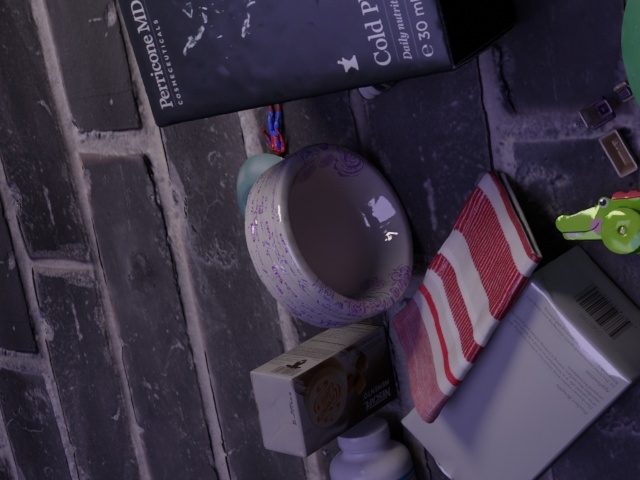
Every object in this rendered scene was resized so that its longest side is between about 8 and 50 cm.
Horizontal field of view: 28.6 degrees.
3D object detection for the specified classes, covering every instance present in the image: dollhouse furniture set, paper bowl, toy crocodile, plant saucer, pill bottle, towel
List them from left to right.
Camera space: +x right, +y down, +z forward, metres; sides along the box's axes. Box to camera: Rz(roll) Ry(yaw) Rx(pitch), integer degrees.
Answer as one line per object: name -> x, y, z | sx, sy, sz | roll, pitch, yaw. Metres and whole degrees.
plant saucer -> -0.085, -0.055, 2.190 | 0.195, 0.037, 0.195 | 23, 129, 31
paper bowl -> 0.000, 0.000, 1.985 | 0.148, 0.284, 0.284 | -25, 91, 44
pill bottle -> 0.099, 0.446, 2.179 | 0.146, 0.146, 0.264 | -3, 105, 41
towel -> 0.211, 0.081, 1.886 | 0.329, 0.037, 0.237 | -61, 23, 29
dollhouse furniture set -> 0.402, -0.144, 1.723 | 0.091, 0.081, 0.114 | -32, 86, 43
toy crocodile -> 0.481, -0.033, 1.683 | 0.340, 0.115, 0.105 | -2, 87, 39

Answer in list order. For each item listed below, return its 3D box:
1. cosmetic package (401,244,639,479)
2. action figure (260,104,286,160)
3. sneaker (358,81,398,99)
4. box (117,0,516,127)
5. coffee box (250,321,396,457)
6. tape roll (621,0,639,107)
cosmetic package -> 0.319, 0.222, 1.898 | 0.217, 0.156, 0.385 | 49, 132, 15
action figure -> -0.080, -0.188, 2.153 | 0.038, 0.030, 0.115 | 6, 114, 35
sneaker -> 0.076, -0.315, 1.952 | 0.077, 0.072, 0.178 | -19, 103, 31
box -> -0.036, -0.451, 1.740 | 0.472, 0.297, 0.480 | -8, 107, 29
coffee box -> 0.008, 0.244, 2.104 | 0.098, 0.246, 0.141 | 4, 109, 41
tape roll -> 0.538, -0.249, 1.569 | 0.321, 0.077, 0.321 | 16, 118, 34
